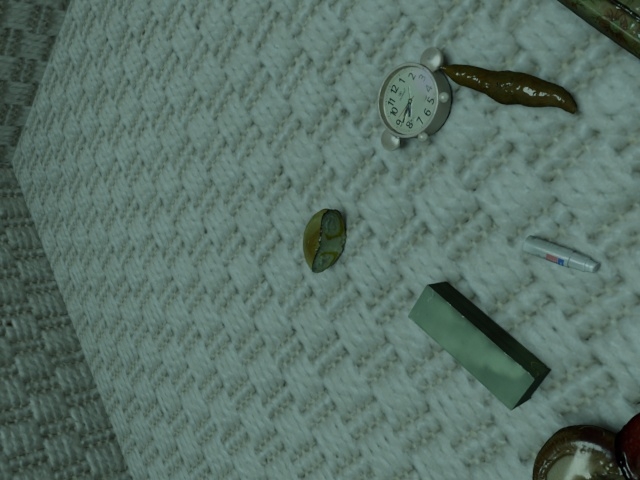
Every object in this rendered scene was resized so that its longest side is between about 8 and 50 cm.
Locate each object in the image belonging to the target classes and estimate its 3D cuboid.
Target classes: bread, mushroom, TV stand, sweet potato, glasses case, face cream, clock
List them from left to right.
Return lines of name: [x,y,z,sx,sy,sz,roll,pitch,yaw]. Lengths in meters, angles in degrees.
bread: [0.000,0.000,1.429,0.094,0.083,0.157,8,98,45]
clock: [0.196,-0.287,1.235,0.155,0.063,0.229,42,123,29]
TV stand: [0.304,0.198,1.164,0.269,0.083,0.088,44,120,32]
sweet potato: [0.338,-0.283,1.097,0.274,0.067,0.067,26,111,33]
face cream: [0.428,0.026,1.063,0.130,0.034,0.034,24,110,39]
mushroom: [0.471,0.428,1.005,0.194,0.138,0.231,-51,49,49]
glasses case: [0.450,-0.376,0.920,0.425,0.156,0.098,52,127,26]

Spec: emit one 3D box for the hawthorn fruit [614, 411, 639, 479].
hawthorn fruit: [0.574,0.309,0.873,0.251,0.189,0.189,-35,69,16]
